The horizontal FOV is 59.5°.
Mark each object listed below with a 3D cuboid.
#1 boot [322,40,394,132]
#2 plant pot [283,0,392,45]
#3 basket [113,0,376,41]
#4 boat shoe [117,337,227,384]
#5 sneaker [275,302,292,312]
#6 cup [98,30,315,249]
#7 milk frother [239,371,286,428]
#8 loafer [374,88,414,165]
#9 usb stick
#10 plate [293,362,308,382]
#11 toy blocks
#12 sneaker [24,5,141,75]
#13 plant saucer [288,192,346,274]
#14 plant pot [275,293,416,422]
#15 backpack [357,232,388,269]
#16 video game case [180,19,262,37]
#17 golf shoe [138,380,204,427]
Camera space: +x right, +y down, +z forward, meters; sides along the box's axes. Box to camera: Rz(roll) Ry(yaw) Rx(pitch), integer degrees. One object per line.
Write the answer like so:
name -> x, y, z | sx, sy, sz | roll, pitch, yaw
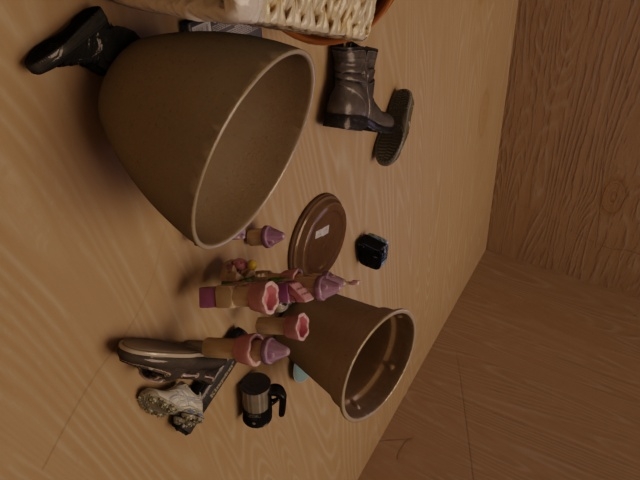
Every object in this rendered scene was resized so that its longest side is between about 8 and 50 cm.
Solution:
boot -> 0.128, -0.408, 1.507 | 0.338, 0.118, 0.222 | -19, 119, -63
plant pot -> 0.027, -0.538, 1.070 | 0.203, 0.291, 0.290 | -59, 157, -59
basket -> -0.089, -0.454, 0.760 | 0.267, 0.328, 0.331 | -5, 114, -45
boat shoe -> -0.297, 0.261, 1.157 | 0.335, 0.112, 0.095 | 28, 78, -67
sneaker -> -0.092, 0.156, 1.552 | 0.109, 0.040, 0.043 | -44, 128, -53
cup -> -0.192, -0.184, 0.866 | 0.331, 0.237, 0.331 | -58, 169, -18
milk frother -> -0.160, 0.422, 1.566 | 0.143, 0.129, 0.134 | -109, -162, -56
loafer -> 0.250, -0.352, 1.787 | 0.087, 0.095, 0.251 | 18, 91, -59
usb stick -> -0.260, 0.337, 1.350 | 0.278, 0.045, 0.077 | -57, 150, -25
plate -> -0.042, 0.368, 1.809 | 0.188, 0.024, 0.188 | -43, 143, -44
toy blocks -> -0.081, 0.088, 1.190 | 0.289, 0.260, 0.308 | -11, 98, -66
sneaker -> -0.330, -0.265, 0.798 | 0.170, 0.051, 0.089 | -58, 148, -28
plant saucer -> 0.000, 0.000, 1.620 | 0.278, 0.041, 0.277 | -40, 141, -44
plant pot -> 0.050, 0.288, 1.583 | 0.334, 0.306, 0.333 | -30, 131, -41
backpack -> 0.183, 0.038, 1.919 | 0.084, 0.105, 0.114 | -49, 152, -35
video game case -> -0.174, -0.313, 1.093 | 0.196, 0.026, 0.274 | -45, 145, -41
golf shoe -> -0.325, 0.344, 1.224 | 0.176, 0.069, 0.085 | 46, 31, -44
